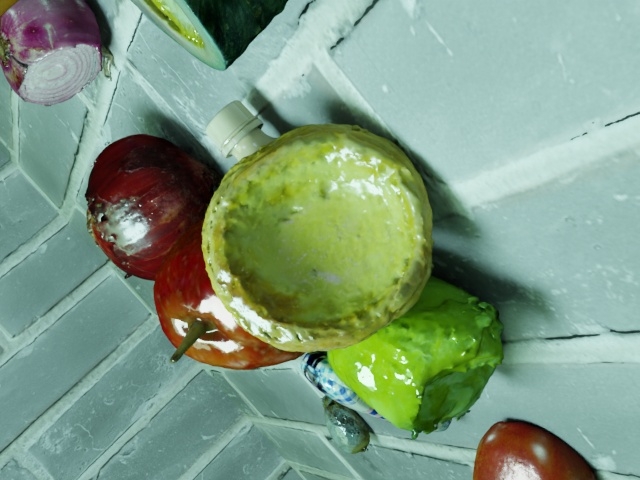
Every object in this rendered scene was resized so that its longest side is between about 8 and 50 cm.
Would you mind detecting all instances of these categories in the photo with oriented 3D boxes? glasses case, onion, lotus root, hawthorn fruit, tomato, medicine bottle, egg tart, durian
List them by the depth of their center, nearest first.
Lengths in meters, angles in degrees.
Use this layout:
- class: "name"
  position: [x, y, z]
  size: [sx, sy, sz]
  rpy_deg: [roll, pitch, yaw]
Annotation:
- class: "egg tart"
  position: [0.000, 0.000, 0.936]
  size: [0.294, 0.294, 0.123]
  rpy_deg: [43, -175, 8]
- class: "durian"
  position: [0.114, 0.147, 1.044]
  size: [0.340, 0.204, 0.256]
  rpy_deg: [24, 160, 44]
- class: "medicine bottle"
  position: [-0.054, -0.085, 1.054]
  size: [0.252, 0.114, 0.114]
  rpy_deg: [46, 157, -1]
- class: "tomato"
  position: [0.329, 0.407, 1.178]
  size: [0.200, 0.139, 0.233]
  rpy_deg: [15, 142, 41]
- class: "hawthorn fruit"
  position: [-0.132, 0.092, 1.186]
  size: [0.287, 0.330, 0.287]
  rpy_deg: [17, 126, 25]
- class: "glasses case"
  position: [0.100, 0.255, 1.262]
  size: [0.327, 0.076, 0.125]
  rpy_deg: [28, -179, -41]
- class: "onion"
  position: [-0.466, -0.346, 1.268]
  size: [0.200, 0.200, 0.207]
  rpy_deg: [45, 170, 2]
- class: "onion"
  position: [-0.300, -0.065, 1.364]
  size: [0.276, 0.276, 0.276]
  rpy_deg: [37, 156, 20]
- class: "lotus root"
  position: [0.055, 0.437, 1.785]
  size: [0.165, 0.088, 0.088]
  rpy_deg: [53, 158, 10]

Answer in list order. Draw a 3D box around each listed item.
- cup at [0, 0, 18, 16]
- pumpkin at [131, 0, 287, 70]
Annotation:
- class: "cup"
  position: [-0.377, -0.395, 0.935]
  size: [0.182, 0.264, 0.226]
  rpy_deg: [40, 169, -6]
- class: "pumpkin"
  position: [-0.129, -0.328, 0.687]
  size: [0.293, 0.197, 0.263]
  rpy_deg: [50, 171, -26]
